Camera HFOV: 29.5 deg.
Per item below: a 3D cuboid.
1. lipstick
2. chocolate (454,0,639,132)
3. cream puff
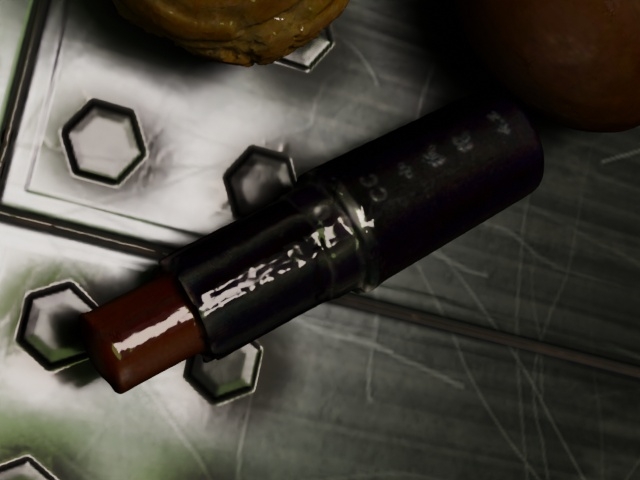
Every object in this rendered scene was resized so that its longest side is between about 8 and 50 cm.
[{"bbox_3d":[0.000,0.000,0.703,0.300,0.081,0.081,-29,99,-22],"label":"lipstick"},{"bbox_3d":[0.167,-0.145,0.737,0.177,0.177,0.177,1,88,-23],"label":"chocolate"},{"bbox_3d":[-0.051,-0.158,0.670,0.144,0.103,0.126,16,79,6],"label":"cream puff"}]
